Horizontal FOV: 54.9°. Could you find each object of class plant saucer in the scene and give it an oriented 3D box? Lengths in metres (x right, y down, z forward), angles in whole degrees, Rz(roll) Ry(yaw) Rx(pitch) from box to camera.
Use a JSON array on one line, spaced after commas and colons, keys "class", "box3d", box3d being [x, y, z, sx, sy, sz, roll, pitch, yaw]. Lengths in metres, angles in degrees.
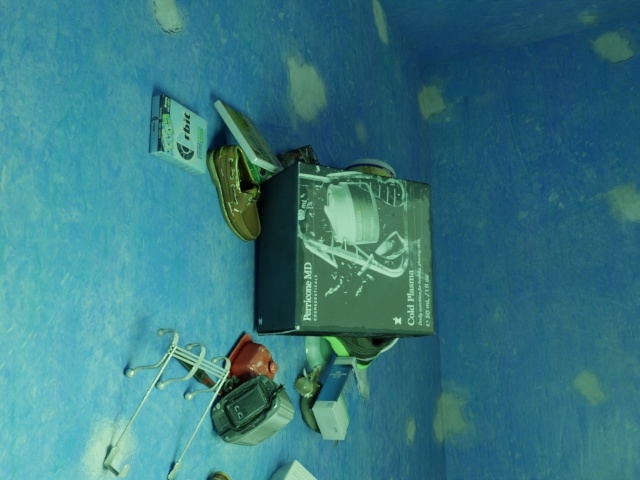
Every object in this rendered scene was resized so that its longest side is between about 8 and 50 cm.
[{"class": "plant saucer", "box3d": [0.005, 0.384, 2.230, 0.195, 0.037, 0.195, 31, 55, -59]}]

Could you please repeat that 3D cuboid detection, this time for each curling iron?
[{"class": "curling iron", "box3d": [-0.299, 0.342, 1.601, 0.068, 0.035, 0.274, -50, 135, -8]}]

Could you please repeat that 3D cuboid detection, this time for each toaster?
[{"class": "toaster", "box3d": [-0.168, 0.457, 1.659, 0.129, 0.227, 0.146, 55, 2, 33]}]

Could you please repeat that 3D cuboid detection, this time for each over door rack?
[{"class": "over door rack", "box3d": [-0.356, 0.387, 1.423, 0.239, 0.108, 0.324, 45, 59, -52]}]

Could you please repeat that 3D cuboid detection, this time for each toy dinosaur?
[{"class": "toy dinosaur", "box3d": [-0.018, 0.558, 2.080, 0.160, 0.121, 0.314, -12, 98, -52]}]

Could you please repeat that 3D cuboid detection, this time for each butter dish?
[{"class": "butter dish", "box3d": [-0.178, 0.366, 1.760, 0.160, 0.118, 0.160, -57, 134, -54]}]

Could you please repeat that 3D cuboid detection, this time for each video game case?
[{"class": "video game case", "box3d": [-0.209, -0.303, 1.848, 0.227, 0.026, 0.206, 57, 14, 16]}]

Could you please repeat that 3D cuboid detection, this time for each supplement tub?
[{"class": "supplement tub", "box3d": [0.182, -0.139, 2.508, 0.241, 0.241, 0.331, 45, 43, -52]}]

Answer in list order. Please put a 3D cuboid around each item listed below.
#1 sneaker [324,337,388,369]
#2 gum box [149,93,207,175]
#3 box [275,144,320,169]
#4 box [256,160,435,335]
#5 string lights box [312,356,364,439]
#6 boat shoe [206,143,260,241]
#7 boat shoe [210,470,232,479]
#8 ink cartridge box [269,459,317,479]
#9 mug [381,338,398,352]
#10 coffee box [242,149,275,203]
[{"class": "sneaker", "box3d": [0.070, 0.255, 2.132, 0.483, 0.202, 0.185, 47, 11, -36]}, {"class": "gum box", "box3d": [-0.371, -0.275, 1.627, 0.184, 0.041, 0.157, 25, 61, -61]}, {"class": "box", "box3d": [-0.046, -0.170, 2.152, 0.307, 0.076, 0.242, 64, 28, -4]}, {"class": "box", "box3d": [0.074, 0.052, 1.882, 0.471, 0.297, 0.480, 5, 77, -27]}, {"class": "string lights box", "box3d": [0.065, 0.517, 2.039, 0.260, 0.076, 0.133, -56, 134, -56]}, {"class": "boat shoe", "box3d": [-0.232, -0.132, 1.801, 0.307, 0.104, 0.111, 69, 29, -27]}, {"class": "boat shoe", "box3d": [-0.246, 0.699, 1.576, 0.073, 0.073, 0.207, -34, 113, -64]}, {"class": "ink cartridge box", "box3d": [-0.086, 0.805, 1.737, 0.207, 0.117, 0.283, 45, 33, -4]}, {"class": "mug", "box3d": [0.203, 0.311, 2.448, 0.328, 0.276, 0.374, -28, 139, -70]}, {"class": "coffee box", "box3d": [-0.194, -0.223, 1.982, 0.113, 0.040, 0.184, -57, 134, -54]}]
